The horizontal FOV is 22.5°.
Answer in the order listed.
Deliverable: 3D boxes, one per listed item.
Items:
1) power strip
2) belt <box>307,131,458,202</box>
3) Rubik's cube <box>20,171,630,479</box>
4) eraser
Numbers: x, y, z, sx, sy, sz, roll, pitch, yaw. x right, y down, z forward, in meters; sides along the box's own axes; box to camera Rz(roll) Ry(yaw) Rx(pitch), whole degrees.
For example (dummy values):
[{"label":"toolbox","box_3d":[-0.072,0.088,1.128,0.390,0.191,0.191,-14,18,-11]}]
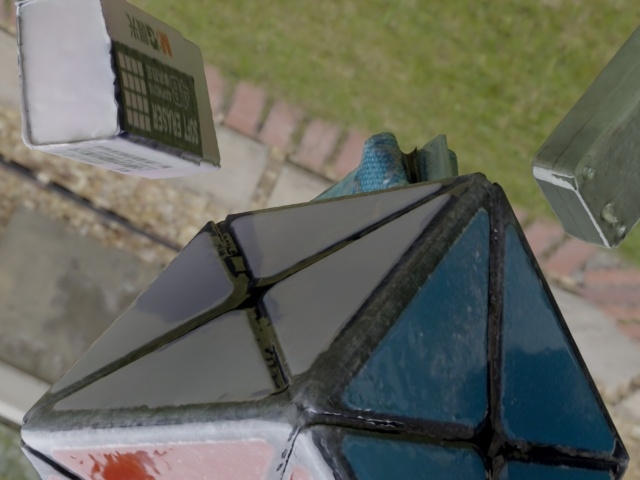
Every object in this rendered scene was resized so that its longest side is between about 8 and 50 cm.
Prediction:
[{"label":"power strip","box_3d":[0.271,-0.125,1.215,0.053,0.288,0.093,21,154,48]},{"label":"belt","box_3d":[0.000,0.000,1.367,0.087,0.072,0.302,24,139,-36]},{"label":"Rubik's cube","box_3d":[0.012,0.131,1.032,0.254,0.260,0.259,-8,123,38]},{"label":"eraser","box_3d":[-0.166,-0.127,1.373,0.086,0.130,0.287,-9,176,12]}]
